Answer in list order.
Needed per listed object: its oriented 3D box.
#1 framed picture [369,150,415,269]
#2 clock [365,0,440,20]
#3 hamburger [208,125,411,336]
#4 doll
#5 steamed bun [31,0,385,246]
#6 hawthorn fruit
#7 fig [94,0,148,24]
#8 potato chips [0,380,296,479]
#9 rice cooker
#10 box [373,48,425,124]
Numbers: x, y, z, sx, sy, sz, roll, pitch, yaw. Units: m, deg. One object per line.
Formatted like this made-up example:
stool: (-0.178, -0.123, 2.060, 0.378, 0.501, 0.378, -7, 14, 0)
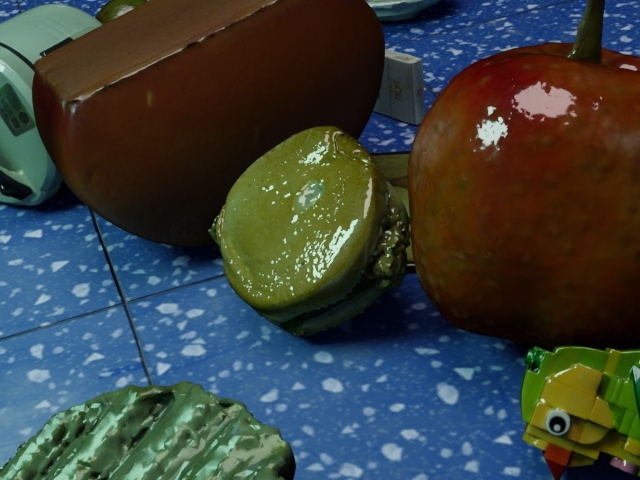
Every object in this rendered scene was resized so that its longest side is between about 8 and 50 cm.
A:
framed picture: (0.117, -0.041, 1.190, 0.338, 0.014, 0.255, -3, 32, 8)
clock: (0.114, -0.411, 1.748, 0.236, 0.053, 0.236, -4, 30, 2)
hamburger: (0.000, 0.000, 1.019, 0.189, 0.122, 0.215, -47, 43, 1)
doll: (0.245, 0.119, 0.803, 0.186, 0.134, 0.106, -9, -4, 9)
steamed bun: (-0.115, -0.142, 1.176, 0.379, 0.248, 0.235, -30, 33, -15)
hawthorn fruit: (0.220, -0.064, 0.908, 0.287, 0.330, 0.287, 1, 25, 0)
fig: (-0.253, -0.321, 1.661, 0.236, 0.124, 0.124, -4, 21, -45)
potato chips: (-0.168, 0.257, 0.612, 0.358, 0.070, 0.429, 13, 52, 49)
rice cooker: (-0.364, -0.173, 1.305, 0.226, 0.226, 0.244, 12, 35, 29)
box: (0.073, -0.219, 1.414, 0.024, 0.090, 0.167, -30, 38, -33)
